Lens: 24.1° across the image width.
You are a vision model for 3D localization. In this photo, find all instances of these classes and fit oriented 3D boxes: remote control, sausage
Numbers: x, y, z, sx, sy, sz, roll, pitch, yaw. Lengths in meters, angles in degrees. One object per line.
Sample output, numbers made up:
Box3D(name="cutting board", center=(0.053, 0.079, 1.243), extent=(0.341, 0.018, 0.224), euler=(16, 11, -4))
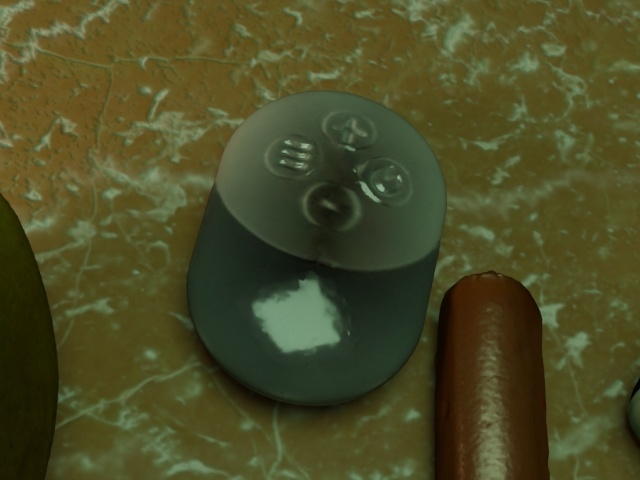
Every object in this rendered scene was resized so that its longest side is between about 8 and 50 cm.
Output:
Box3D(name="remote control", center=(0.000, 0.000, 1.391), extent=(0.221, 0.103, 0.332), euler=(14, 61, -1))
Box3D(name="sausage", center=(0.152, 0.180, 1.326), extent=(0.097, 0.094, 0.348), euler=(4, 61, -4))

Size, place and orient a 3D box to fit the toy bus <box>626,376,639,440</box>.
Box3D(name="toy bus", center=(0.399, 0.190, 1.349), extent=(0.165, 0.133, 0.271), euler=(-33, 74, -21))

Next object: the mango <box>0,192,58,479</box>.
Box3D(name="mango", center=(-0.346, 0.110, 1.173), extent=(0.301, 0.220, 0.445), euler=(34, 40, -36))
